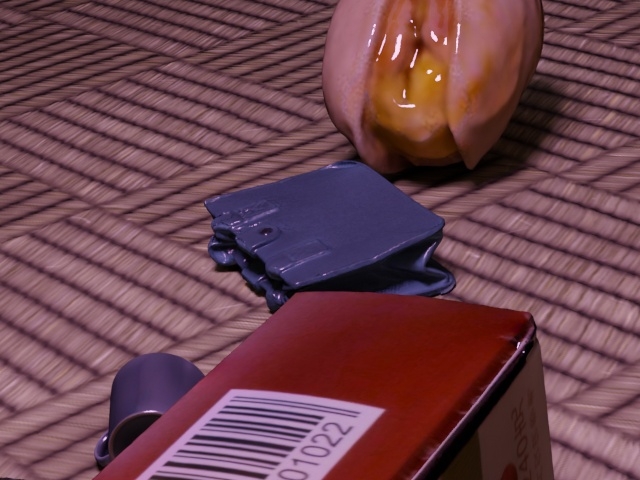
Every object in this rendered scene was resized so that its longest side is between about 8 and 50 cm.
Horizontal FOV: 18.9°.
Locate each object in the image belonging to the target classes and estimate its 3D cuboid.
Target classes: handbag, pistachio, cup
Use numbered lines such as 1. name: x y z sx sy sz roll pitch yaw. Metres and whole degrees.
1. handbag: 0.000 0.000 1.751 0.179 0.062 0.229 -16 24 -18
2. pistachio: 0.120 -0.194 1.975 0.230 0.230 0.309 -1 41 15
3. cup: -0.133 0.144 1.460 0.100 0.078 0.077 -37 21 19

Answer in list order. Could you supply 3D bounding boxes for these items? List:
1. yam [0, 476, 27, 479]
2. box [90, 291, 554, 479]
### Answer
1. yam: -0.278 0.207 1.314 0.183 0.107 0.107 -2 24 19
2. box: -0.014 0.265 0.732 0.122 0.385 0.344 6 26 28
